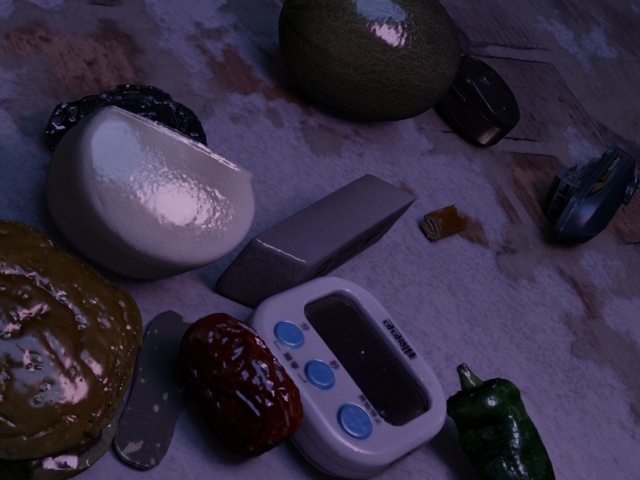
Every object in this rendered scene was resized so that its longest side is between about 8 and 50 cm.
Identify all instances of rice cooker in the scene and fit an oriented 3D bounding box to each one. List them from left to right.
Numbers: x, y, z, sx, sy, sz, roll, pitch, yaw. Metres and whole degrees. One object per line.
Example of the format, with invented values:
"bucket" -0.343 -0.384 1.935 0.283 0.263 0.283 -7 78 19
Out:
"rice cooker" 0.273 -0.245 2.302 0.165 0.106 0.112 46 37 15

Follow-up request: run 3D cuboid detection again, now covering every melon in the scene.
"melon" 0.074 -0.316 2.089 0.301 0.237 0.237 18 42 -25

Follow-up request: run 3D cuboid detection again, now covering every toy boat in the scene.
"toy boat" 0.464 -0.074 2.286 0.122 0.114 0.296 28 34 18

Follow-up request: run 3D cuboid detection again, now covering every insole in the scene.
"insole" -0.189 0.172 1.542 0.081 0.011 0.248 30 37 -12

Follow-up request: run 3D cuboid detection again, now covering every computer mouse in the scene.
"computer mouse" -0.257 -0.131 1.741 0.241 0.077 0.146 -4 54 -39

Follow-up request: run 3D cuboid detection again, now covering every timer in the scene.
"timer" 0.027 0.175 1.666 0.237 0.087 0.262 -19 66 -49

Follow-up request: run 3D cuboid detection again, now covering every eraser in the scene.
"eraser" 0.001 0.001 1.803 0.077 0.111 0.352 49 37 8

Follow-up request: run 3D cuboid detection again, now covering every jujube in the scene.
"jujube" -0.097 0.167 1.535 0.176 0.112 0.109 56 -4 11

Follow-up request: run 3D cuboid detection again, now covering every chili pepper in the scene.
"chili pepper" 0.244 0.283 1.707 0.136 0.099 0.270 -24 83 -41

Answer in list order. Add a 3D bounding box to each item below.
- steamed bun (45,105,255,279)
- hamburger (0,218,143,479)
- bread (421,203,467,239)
"steamed bun" -0.212 -0.044 1.603 0.241 0.146 0.164 27 67 -25
"hamburger" -0.323 0.108 1.390 0.285 0.134 0.265 30 36 -10
"bread" 0.195 -0.028 2.066 0.083 0.036 0.047 -17 73 -50
